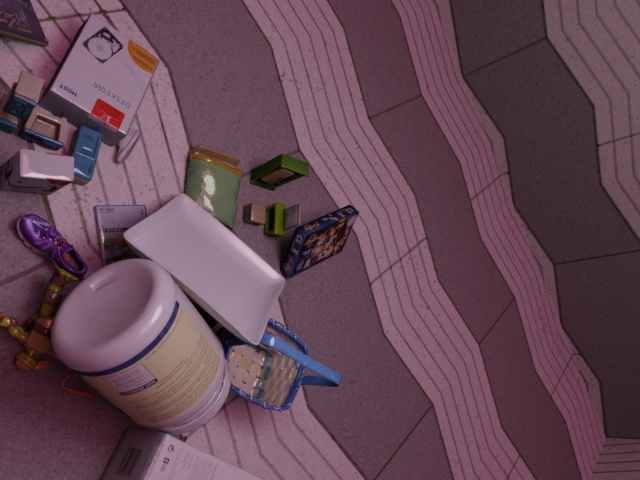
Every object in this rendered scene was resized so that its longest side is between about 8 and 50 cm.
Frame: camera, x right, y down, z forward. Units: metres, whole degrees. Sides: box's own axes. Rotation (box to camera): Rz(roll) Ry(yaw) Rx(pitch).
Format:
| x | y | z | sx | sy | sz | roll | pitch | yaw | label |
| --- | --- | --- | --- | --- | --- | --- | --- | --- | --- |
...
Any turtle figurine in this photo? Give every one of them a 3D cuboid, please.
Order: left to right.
| x | y | z | sx | sy | sz | roll | pitch | yaw | label |
| --- | --- | --- | --- | --- | --- | --- | --- | --- | --- |
| -0.526 | 0.178 | 1.086 | 0.270 | 0.087 | 0.217 | 37 | 73 | -23 | turtle figurine |

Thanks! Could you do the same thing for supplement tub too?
| x | y | z | sx | sy | sz | roll | pitch | yaw | label |
| --- | --- | --- | --- | --- | --- | --- | --- | --- | --- |
| -0.332 | 0.218 | 1.075 | 0.235 | 0.236 | 0.324 | -63 | 146 | -34 | supplement tub |

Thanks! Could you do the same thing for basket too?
| x | y | z | sx | sy | sz | roll | pitch | yaw | label |
| --- | --- | --- | --- | --- | --- | --- | --- | --- | --- |
| -0.126 | 0.286 | 1.299 | 0.255 | 0.289 | 0.200 | 40 | 59 | -33 | basket |

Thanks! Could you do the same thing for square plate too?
| x | y | z | sx | sy | sz | roll | pitch | yaw | label |
| --- | --- | --- | --- | --- | --- | --- | --- | --- | --- |
| -0.246 | 0.056 | 1.233 | 0.344 | 0.049 | 0.347 | 42 | 18 | -8 | square plate |

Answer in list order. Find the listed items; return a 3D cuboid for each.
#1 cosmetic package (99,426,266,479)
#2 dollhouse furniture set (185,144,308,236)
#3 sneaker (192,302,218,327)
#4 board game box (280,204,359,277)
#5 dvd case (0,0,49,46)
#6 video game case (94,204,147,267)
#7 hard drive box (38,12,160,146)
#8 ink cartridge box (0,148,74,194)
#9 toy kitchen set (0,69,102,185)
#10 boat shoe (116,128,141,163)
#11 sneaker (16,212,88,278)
| x | y | z | sx | sy | sz | roll | pitch | yaw | label |
| --- | --- | --- | --- | --- | --- | --- | --- | --- | --- |
| -0.258 | 0.543 | 1.173 | 0.366 | 0.197 | 0.155 | 40 | 55 | -28 | cosmetic package |
| -0.193 | -0.135 | 1.447 | 0.302 | 0.151 | 0.197 | 15 | 69 | -40 | dollhouse furniture set |
| -0.254 | 0.163 | 1.346 | 0.106 | 0.101 | 0.267 | 45 | 52 | -29 | sneaker |
| 0.000 | 0.000 | 1.597 | 0.042 | 0.165 | 0.243 | 41 | 41 | 22 | board game box |
| -0.657 | -0.493 | 1.110 | 0.221 | 0.018 | 0.164 | -46 | 116 | -77 | dvd case |
| -0.449 | 0.000 | 1.261 | 0.119 | 0.015 | 0.166 | -4 | 82 | -45 | video game case |
| -0.501 | -0.365 | 1.259 | 0.181 | 0.089 | 0.232 | 30 | 60 | -34 | hard drive box |
| -0.569 | -0.134 | 1.099 | 0.099 | 0.135 | 0.056 | 3 | 80 | -43 | ink cartridge box |
| -0.543 | -0.223 | 1.125 | 0.207 | 0.166 | 0.122 | 21 | 65 | -38 | toy kitchen set |
| -0.464 | -0.227 | 1.300 | 0.035 | 0.035 | 0.100 | 24 | 64 | -7 | boat shoe |
| -0.543 | 0.008 | 1.130 | 0.170 | 0.071 | 0.068 | 50 | 50 | -22 | sneaker |
